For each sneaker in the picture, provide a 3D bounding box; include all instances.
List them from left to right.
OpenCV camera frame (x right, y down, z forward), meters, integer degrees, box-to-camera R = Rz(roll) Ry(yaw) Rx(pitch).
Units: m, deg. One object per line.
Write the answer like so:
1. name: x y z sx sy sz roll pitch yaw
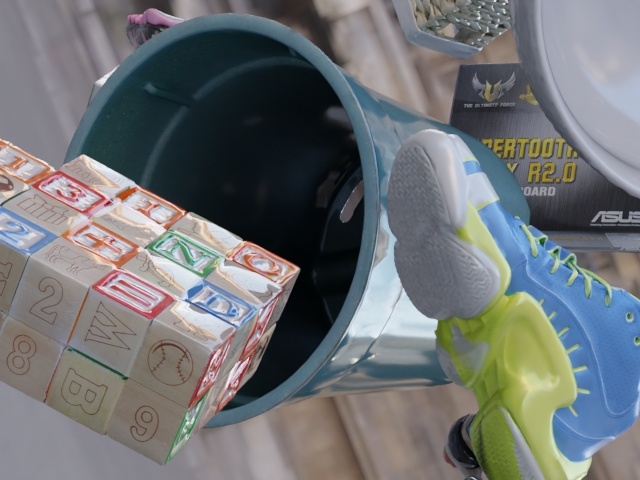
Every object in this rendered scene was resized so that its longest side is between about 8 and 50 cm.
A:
1. sneaker: -0.151 -0.170 1.749 0.119 0.047 0.057 180 -76 -77
2. sneaker: 0.124 0.030 1.167 0.091 0.126 0.240 21 -47 59

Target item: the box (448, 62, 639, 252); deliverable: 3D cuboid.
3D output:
1. box: 0.234 -0.081 1.912 0.056 0.231 0.183 43 53 -57

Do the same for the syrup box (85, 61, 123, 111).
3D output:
1. syrup box: -0.169 -0.118 1.967 0.237 0.096 0.093 -60 170 -75

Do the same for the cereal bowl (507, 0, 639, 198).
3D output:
1. cereal bowl: 0.281 -0.192 1.376 0.141 0.339 0.339 -131 -163 -66

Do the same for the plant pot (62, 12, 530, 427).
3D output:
1. plant pot: 0.000 0.000 1.746 0.334 0.341 0.341 11 52 -54

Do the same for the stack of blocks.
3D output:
1. stack of blocks: -0.182 0.010 1.265 0.297 0.087 0.171 27 23 8

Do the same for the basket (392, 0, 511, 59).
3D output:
1. basket: 0.129 -0.276 1.907 0.113 0.103 0.167 10 60 -53

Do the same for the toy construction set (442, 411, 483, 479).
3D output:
1. toy construction set: 0.184 0.358 2.076 0.237 0.309 0.257 30 41 -6
